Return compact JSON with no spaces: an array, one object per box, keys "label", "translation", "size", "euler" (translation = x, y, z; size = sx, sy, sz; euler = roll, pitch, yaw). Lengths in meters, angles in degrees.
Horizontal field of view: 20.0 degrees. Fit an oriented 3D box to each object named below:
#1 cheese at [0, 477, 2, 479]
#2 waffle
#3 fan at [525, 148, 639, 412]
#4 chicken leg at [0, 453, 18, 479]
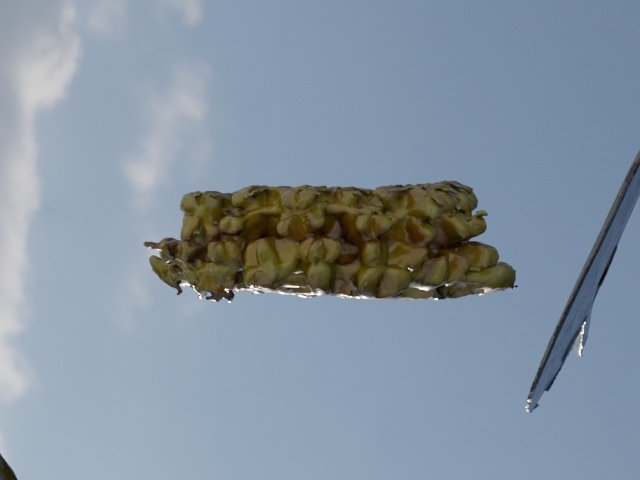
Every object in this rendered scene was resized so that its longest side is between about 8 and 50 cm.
[{"label":"cheese","translation":[-0.206,0.165,0.784],"size":[0.202,0.175,0.091],"euler":[-60,-141,39]},{"label":"waffle","translation":[0.000,0.000,1.040],"size":[0.193,0.197,0.070],"euler":[178,-88,-73]},{"label":"fan","translation":[0.188,0.053,1.314],"size":[0.223,0.012,0.294],"euler":[-55,164,-42]},{"label":"chicken leg","translation":[-0.288,0.087,1.071],"size":[0.211,0.140,0.361],"euler":[15,-53,53]}]
